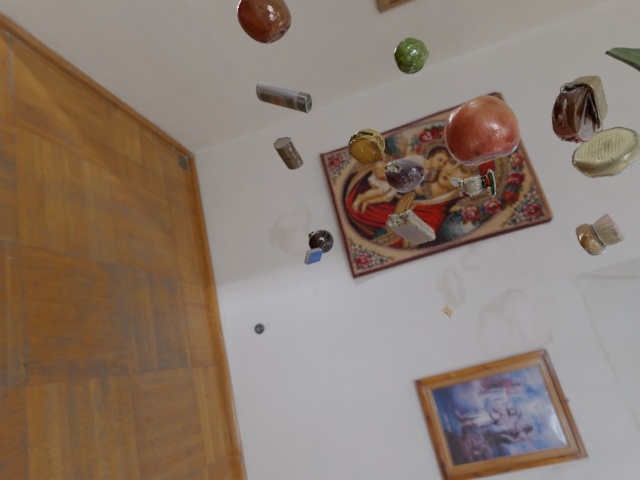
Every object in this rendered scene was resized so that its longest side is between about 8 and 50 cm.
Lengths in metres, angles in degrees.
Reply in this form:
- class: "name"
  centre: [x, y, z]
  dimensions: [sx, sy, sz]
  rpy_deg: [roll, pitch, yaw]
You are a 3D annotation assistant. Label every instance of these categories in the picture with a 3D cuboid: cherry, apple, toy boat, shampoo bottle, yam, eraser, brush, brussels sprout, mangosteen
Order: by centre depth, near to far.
- class: "toy boat"
  centre: [0.819, -0.380, 1.038]
  dimensions: [0.293, 0.055, 0.093]
  rpy_deg: [42, 29, 5]
- class: "apple"
  centre: [-0.195, -0.779, 1.515]
  dimensions: [0.168, 0.181, 0.181]
  rpy_deg: [49, 17, -9]
- class: "shampoo bottle"
  centre: [-0.144, -0.565, 1.722]
  dimensions: [0.056, 0.227, 0.086]
  rpy_deg: [-62, 161, -23]
- class: "yam"
  centre: [-0.131, -0.355, 1.782]
  dimensions: [0.084, 0.084, 0.127]
  rpy_deg: [-93, 159, -47]
- class: "brussels sprout"
  centre: [0.381, -0.773, 1.823]
  dimensions: [0.117, 0.154, 0.155]
  rpy_deg: [-143, -146, -79]
- class: "eraser"
  centre: [-0.030, 0.070, 1.926]
  dimensions: [0.084, 0.027, 0.063]
  rpy_deg: [-13, 124, -49]
- class: "brush"
  centre: [1.378, -0.022, 2.149]
  dimensions: [0.266, 0.166, 0.175]
  rpy_deg: [-13, 72, -52]
- class: "apple"
  centre: [0.820, -0.565, 2.234]
  dimensions: [0.364, 0.363, 0.365]
  rpy_deg: [-16, 90, -78]
- class: "mangosteen"
  centre: [0.000, 0.000, 2.472]
  dimensions: [0.152, 0.152, 0.153]
  rpy_deg: [-16, 90, -78]
- class: "cherry"
  centre: [0.483, -0.379, 2.528]
  dimensions: [0.213, 0.265, 0.184]
  rpy_deg: [16, 65, -40]

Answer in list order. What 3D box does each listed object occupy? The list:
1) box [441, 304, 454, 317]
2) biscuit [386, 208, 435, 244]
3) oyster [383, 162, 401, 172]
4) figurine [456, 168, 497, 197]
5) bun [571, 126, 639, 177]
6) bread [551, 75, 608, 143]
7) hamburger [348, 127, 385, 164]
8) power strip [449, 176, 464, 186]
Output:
- class: "box"
  centre: [0.642, 0.356, 2.198]
  dimensions: [0.058, 0.015, 0.093]
  rpy_deg: [39, 17, 16]
- class: "biscuit"
  centre: [0.372, -0.053, 1.774]
  dimensions: [0.238, 0.108, 0.062]
  rpy_deg: [29, 55, -44]
- class: "oyster"
  centre: [0.389, -0.393, 2.338]
  dimensions: [0.034, 0.093, 0.051]
  rpy_deg: [-84, -166, -57]
- class: "figurine"
  centre: [0.681, -0.238, 1.909]
  dimensions: [0.132, 0.153, 0.133]
  rpy_deg: [-9, 90, -78]
- class: "bun"
  centre: [1.286, -0.376, 1.950]
  dimensions: [0.146, 0.287, 0.287]
  rpy_deg: [48, 21, -21]
- class: "bread"
  centre: [0.932, -0.459, 1.557]
  dimensions: [0.224, 0.212, 0.142]
  rpy_deg: [51, -16, -31]
- class: "hamburger"
  centre: [0.232, -0.483, 2.219]
  dimensions: [0.182, 0.190, 0.118]
  rpy_deg: [72, 30, -47]
- class: "power strip"
  centre: [0.766, -0.329, 2.448]
  dimensions: [0.048, 0.030, 0.191]
  rpy_deg: [52, 6, -8]
